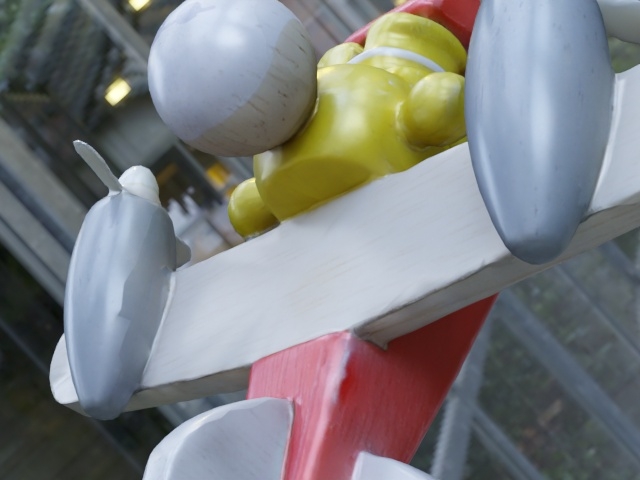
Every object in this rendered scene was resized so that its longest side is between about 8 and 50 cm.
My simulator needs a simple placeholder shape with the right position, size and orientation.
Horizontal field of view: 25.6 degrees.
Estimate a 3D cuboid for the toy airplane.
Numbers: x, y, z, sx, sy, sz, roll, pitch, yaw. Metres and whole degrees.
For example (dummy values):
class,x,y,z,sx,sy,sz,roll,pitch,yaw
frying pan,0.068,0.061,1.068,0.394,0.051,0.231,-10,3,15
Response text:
class,x,y,z,sx,sy,sz,roll,pitch,yaw
toy airplane,0.000,0.000,0.726,0.386,0.272,0.384,-40,19,2
